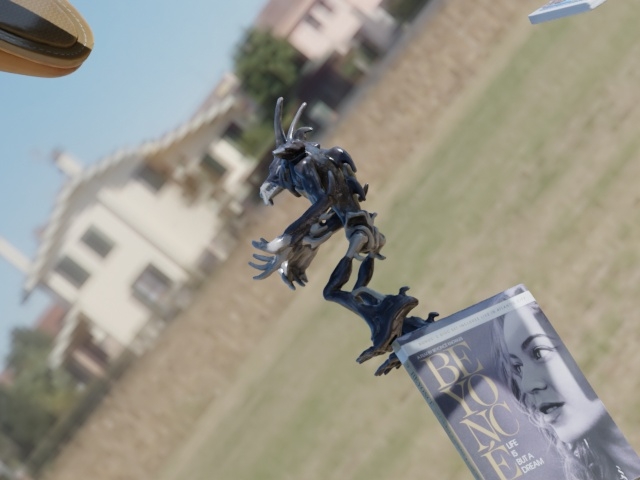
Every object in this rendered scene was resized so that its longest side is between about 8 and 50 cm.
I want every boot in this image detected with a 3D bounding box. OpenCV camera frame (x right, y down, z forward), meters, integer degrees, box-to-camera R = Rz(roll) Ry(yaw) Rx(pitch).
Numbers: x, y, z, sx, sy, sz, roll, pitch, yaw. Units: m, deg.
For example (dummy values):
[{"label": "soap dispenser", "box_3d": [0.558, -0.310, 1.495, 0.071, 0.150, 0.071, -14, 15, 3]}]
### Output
[{"label": "boot", "box_3d": [-0.340, -0.134, 1.622, 0.109, 0.283, 0.220, -76, -2, -53]}]

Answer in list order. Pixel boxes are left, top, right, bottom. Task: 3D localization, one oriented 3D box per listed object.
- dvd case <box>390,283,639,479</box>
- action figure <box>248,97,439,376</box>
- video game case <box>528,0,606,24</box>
[{"label": "dvd case", "box_3d": [0.188, 0.158, 1.759, 0.164, 0.221, 0.018, -21, -21, -31]}, {"label": "action figure", "box_3d": [0.000, 0.000, 1.840, 0.141, 0.276, 0.164, -35, -19, 15]}, {"label": "video game case", "box_3d": [0.253, -0.228, 1.660, 0.122, 0.011, 0.087, -34, 14, -27]}]
